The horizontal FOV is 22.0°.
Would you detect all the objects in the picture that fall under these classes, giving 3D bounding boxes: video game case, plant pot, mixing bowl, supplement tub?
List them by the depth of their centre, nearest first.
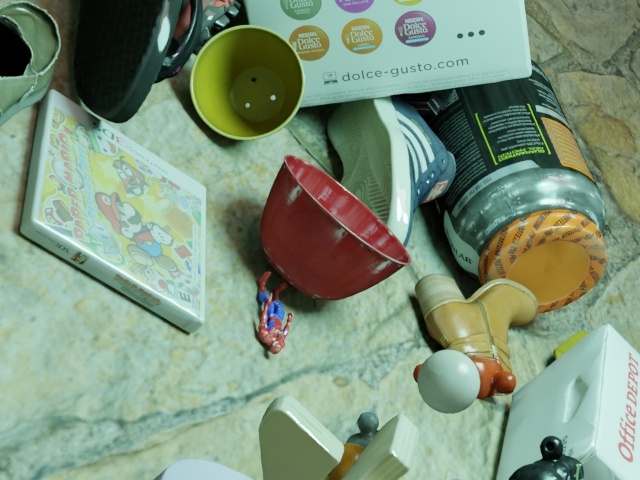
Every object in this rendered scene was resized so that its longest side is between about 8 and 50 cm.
[{"bbox_3d":[-0.201,-0.033,1.656,0.206,0.026,0.227,33,30,-26],"label":"video game case"},{"bbox_3d":[0.000,0.000,1.805,0.181,0.098,0.181,39,12,-10],"label":"mixing bowl"},{"bbox_3d":[-0.080,-0.179,1.945,0.134,0.134,0.095,51,2,7],"label":"plant pot"},{"bbox_3d":[0.250,-0.079,2.180,0.207,0.207,0.338,26,33,-35],"label":"supplement tub"}]

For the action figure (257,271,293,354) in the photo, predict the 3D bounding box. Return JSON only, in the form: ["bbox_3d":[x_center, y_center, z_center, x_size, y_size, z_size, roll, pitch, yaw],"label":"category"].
[{"bbox_3d":[-0.049,0.079,1.728,0.038,0.030,0.115,38,29,-28],"label":"action figure"}]

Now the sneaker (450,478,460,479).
[{"bbox_3d":[0.181,0.322,1.695,0.188,0.067,0.078,50,24,-9],"label":"sneaker"}]

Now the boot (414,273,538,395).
[{"bbox_3d":[0.209,0.122,2.002,0.197,0.073,0.152,8,44,-35],"label":"boot"}]

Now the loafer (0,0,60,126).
[{"bbox_3d":[-0.307,-0.180,1.622,0.094,0.087,0.251,32,29,-10],"label":"loafer"}]

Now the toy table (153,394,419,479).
[{"bbox_3d":[0.003,0.260,1.408,0.274,0.161,0.252,38,28,-20],"label":"toy table"}]

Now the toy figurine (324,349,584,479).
[{"bbox_3d":[0.127,0.225,1.579,0.213,0.209,0.148,54,16,12],"label":"toy figurine"}]

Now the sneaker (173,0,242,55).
[{"bbox_3d":[-0.167,-0.322,2.025,0.135,0.097,0.276,37,26,-20],"label":"sneaker"}]

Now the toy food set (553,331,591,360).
[{"bbox_3d":[0.362,0.215,2.113,0.128,0.071,0.218,8,39,-18],"label":"toy food set"}]

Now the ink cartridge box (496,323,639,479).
[{"bbox_3d":[0.391,0.328,1.871,0.395,0.166,0.285,44,26,-10],"label":"ink cartridge box"}]

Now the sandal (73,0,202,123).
[{"bbox_3d":[-0.192,-0.278,1.833,0.107,0.167,0.445,27,30,-27],"label":"sandal"}]

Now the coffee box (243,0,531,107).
[{"bbox_3d":[0.071,-0.408,2.084,0.338,0.338,0.334,-88,169,-54],"label":"coffee box"}]

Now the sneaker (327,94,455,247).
[{"bbox_3d":[0.104,-0.073,2.042,0.148,0.131,0.350,30,31,-22],"label":"sneaker"}]

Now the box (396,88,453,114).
[{"bbox_3d":[0.150,-0.236,2.204,0.162,0.116,0.029,-54,125,-22],"label":"box"}]
